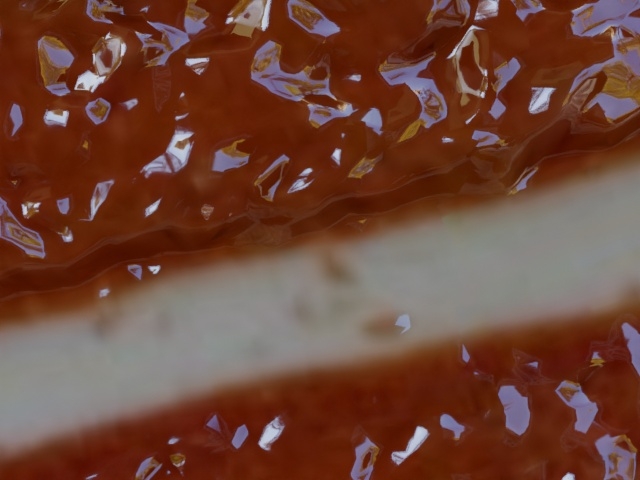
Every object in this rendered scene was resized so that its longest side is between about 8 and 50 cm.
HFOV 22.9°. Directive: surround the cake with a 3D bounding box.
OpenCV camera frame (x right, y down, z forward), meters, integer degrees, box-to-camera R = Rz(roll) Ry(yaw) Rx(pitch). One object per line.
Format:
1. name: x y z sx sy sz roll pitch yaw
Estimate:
1. cake: 0.000 0.000 0.450 0.308 0.230 0.237 -12 96 0
